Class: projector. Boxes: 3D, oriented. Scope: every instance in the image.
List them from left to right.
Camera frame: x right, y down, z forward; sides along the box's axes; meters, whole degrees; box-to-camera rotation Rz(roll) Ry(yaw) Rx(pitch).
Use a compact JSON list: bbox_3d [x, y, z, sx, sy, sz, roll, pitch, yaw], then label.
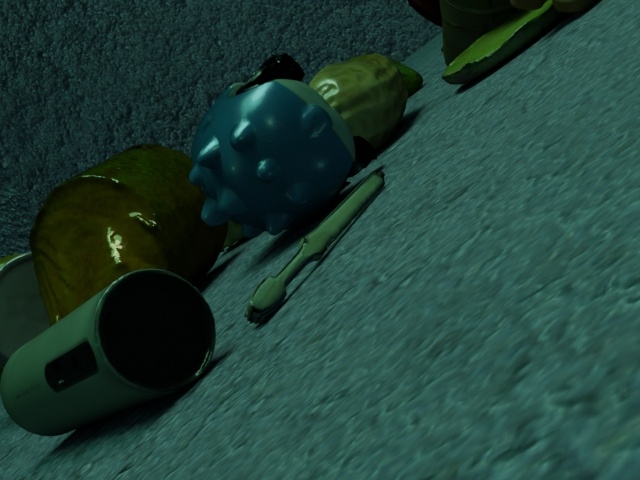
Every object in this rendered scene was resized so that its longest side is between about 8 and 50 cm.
[{"bbox_3d":[-0.210,0.115,1.023,0.108,0.108,0.337,-43,8,-32],"label":"projector"}]

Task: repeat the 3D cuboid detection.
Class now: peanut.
[{"bbox_3d":[0.053,-0.198,1.578,0.147,0.147,0.305,-36,6,20],"label":"peanut"}]

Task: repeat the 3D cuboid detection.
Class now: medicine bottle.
[{"bbox_3d":[-0.477,0.131,1.805,0.224,0.224,0.384,-41,7,-22],"label":"medicine bottle"}]

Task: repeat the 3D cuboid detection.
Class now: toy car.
[{"bbox_3d":[-0.070,-0.093,1.325,0.190,0.188,0.255,-48,12,-23],"label":"toy car"}]

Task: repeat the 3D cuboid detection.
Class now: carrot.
[{"bbox_3d":[-0.280,0.004,1.570,0.241,0.241,0.341,-35,7,28],"label":"carrot"}]

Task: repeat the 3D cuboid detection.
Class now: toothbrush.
[{"bbox_3d":[0.003,-0.004,1.023,0.028,0.026,0.294,-53,-3,40],"label":"toothbrush"}]

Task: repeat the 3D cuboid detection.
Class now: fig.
[{"bbox_3d":[0.115,-0.280,1.998,0.156,0.123,0.123,7,27,20],"label":"fig"}]

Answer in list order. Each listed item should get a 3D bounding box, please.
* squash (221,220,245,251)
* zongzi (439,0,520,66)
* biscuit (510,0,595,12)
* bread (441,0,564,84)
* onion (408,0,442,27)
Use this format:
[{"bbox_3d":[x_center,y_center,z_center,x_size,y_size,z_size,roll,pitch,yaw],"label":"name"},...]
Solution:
[{"bbox_3d":[-0.073,-0.113,1.796,0.288,0.111,0.203,-41,9,-29],"label":"squash"},{"bbox_3d":[0.365,-0.432,1.587,0.447,0.181,0.418,-21,-22,-1],"label":"zongzi"},{"bbox_3d":[0.317,-0.383,1.320,0.202,0.044,0.289,6,61,27],"label":"biscuit"},{"bbox_3d":[0.259,-0.275,1.431,0.228,0.033,0.228,-39,9,7],"label":"bread"},{"bbox_3d":[0.263,-0.464,1.802,0.276,0.276,0.276,-38,7,5],"label":"onion"}]
